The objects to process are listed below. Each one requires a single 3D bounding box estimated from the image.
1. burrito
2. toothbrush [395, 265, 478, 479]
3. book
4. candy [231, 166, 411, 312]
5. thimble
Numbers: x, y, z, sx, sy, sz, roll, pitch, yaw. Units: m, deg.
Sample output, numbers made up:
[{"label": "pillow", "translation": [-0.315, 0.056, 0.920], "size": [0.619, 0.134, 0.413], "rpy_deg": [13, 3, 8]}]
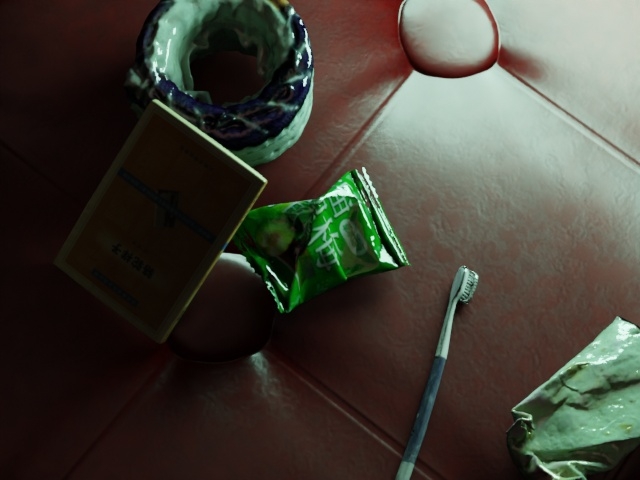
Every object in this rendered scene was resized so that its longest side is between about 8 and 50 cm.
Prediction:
[{"label": "burrito", "translation": [0.324, 0.204, 1.264], "size": [0.228, 0.089, 0.144], "rpy_deg": [-34, 63, -16]}, {"label": "toothbrush", "translation": [0.140, 0.163, 1.294], "size": [0.026, 0.024, 0.288], "rpy_deg": [25, 69, -11]}, {"label": "book", "translation": [-0.192, -0.021, 1.260], "size": [0.170, 0.018, 0.242], "rpy_deg": [36, 105, 8]}, {"label": "candy", "translation": [-0.002, 0.000, 1.312], "size": [0.203, 0.078, 0.141], "rpy_deg": [-20, 84, -24]}, {"label": "thimble", "translation": [-0.125, -0.202, 1.332], "size": [0.237, 0.150, 0.237], "rpy_deg": [1, 72, -2]}]
